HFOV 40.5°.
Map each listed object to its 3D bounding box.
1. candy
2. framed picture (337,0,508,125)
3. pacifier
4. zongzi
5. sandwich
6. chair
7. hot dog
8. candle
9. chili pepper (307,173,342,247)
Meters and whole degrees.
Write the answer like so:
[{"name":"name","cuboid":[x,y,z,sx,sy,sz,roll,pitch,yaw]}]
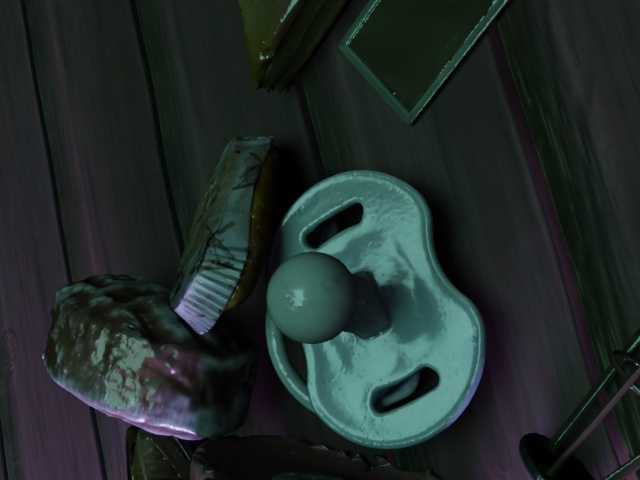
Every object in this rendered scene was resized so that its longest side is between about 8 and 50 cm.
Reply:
[{"name":"candy","cuboid":[-0.201,0.129,1.023,0.289,0.214,0.157,18,97,41]},{"name":"framed picture","cuboid":[0.110,-0.235,0.918,0.183,0.011,0.142,-52,59,25]},{"name":"pacifier","cuboid":[0.016,0.064,0.841,0.238,0.225,0.287,-27,68,21]},{"name":"zongzi","cuboid":[-0.126,0.307,1.043,0.241,0.111,0.248,-14,73,20]},{"name":"sandwich","cuboid":[-0.017,-0.292,0.969,0.096,0.094,0.258,51,119,27]},{"name":"chair","cuboid":[0.249,0.150,0.735,0.222,0.095,0.104,-56,48,23]},{"name":"hot dog","cuboid":[-0.098,-0.017,0.961,0.144,0.075,0.268,-44,24,44]},{"name":"candle","cuboid":[0.003,0.287,0.849,0.317,0.287,0.132,-167,80,-78]},{"name":"chili pepper","cuboid":[0.000,0.000,0.979,0.050,0.041,0.153,5,91,-3]}]
